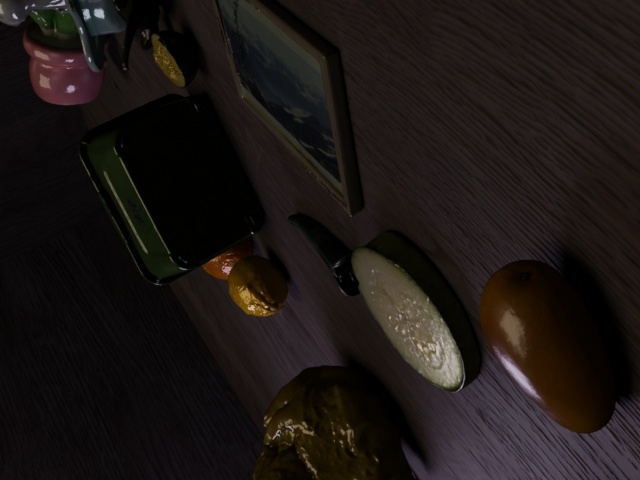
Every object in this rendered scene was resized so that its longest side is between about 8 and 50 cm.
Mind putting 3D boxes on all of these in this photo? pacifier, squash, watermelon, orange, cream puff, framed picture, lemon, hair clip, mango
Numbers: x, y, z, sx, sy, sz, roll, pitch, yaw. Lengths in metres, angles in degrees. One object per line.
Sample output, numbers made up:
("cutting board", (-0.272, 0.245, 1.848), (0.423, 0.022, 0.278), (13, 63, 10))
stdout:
("pacifier", (-0.538, -0.508, 1.731), (0.343, 0.269, 0.288), (91, 172, -54))
("squash", (0.121, 0.092, 1.060), (0.219, 0.041, 0.219), (50, 162, 23))
("watermelon", (-0.246, -0.318, 1.470), (0.105, 0.062, 0.105), (45, 159, 23))
("orange", (-0.205, 0.021, 1.828), (0.135, 0.117, 0.135), (51, 167, 17))
("cream puff", (-0.010, 0.368, 1.508), (0.274, 0.270, 0.323), (69, 160, 7))
("framed picture", (-0.054, -0.210, 1.118), (0.335, 0.022, 0.247), (48, 160, 41))
("lemon", (-0.123, 0.092, 1.691), (0.155, 0.114, 0.114), (42, 155, 51))
("hair clip", (0.000, 0.000, 1.300), (0.229, 0.039, 0.070), (49, 160, 53))
("mango", (0.198, 0.099, 0.730), (0.184, 0.085, 0.102), (62, 166, -21))

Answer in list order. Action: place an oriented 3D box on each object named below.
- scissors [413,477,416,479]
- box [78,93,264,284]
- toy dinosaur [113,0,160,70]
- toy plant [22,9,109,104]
("scissors", (0.193, 0.468, 1.495), (0.300, 0.022, 0.109), (28, 144, 65))
("box", (-0.264, -0.101, 1.598), (0.178, 0.253, 0.328), (-3, 116, 59))
("toy dinosaur", (-0.298, -0.362, 1.485), (0.187, 0.087, 0.179), (39, -150, -76))
("toy plant", (-0.651, -0.538, 2.146), (0.317, 0.211, 0.356), (50, 149, 41))
